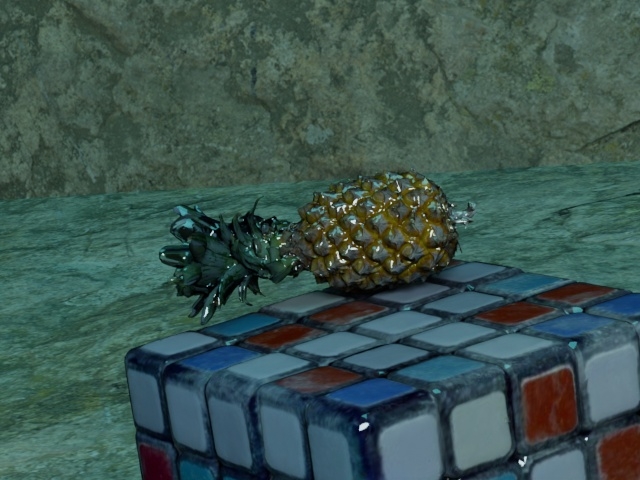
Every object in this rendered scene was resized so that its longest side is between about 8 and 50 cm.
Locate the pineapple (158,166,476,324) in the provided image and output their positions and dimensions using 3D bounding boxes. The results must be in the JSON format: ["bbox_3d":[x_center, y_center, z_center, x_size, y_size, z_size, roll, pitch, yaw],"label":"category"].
[{"bbox_3d":[0.000,0.001,1.379,0.221,0.083,0.103,-10,11,6],"label":"pineapple"}]

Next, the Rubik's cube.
[{"bbox_3d":[0.073,0.190,1.342,0.293,0.287,0.292,-16,15,-32],"label":"Rubik's cube"}]
